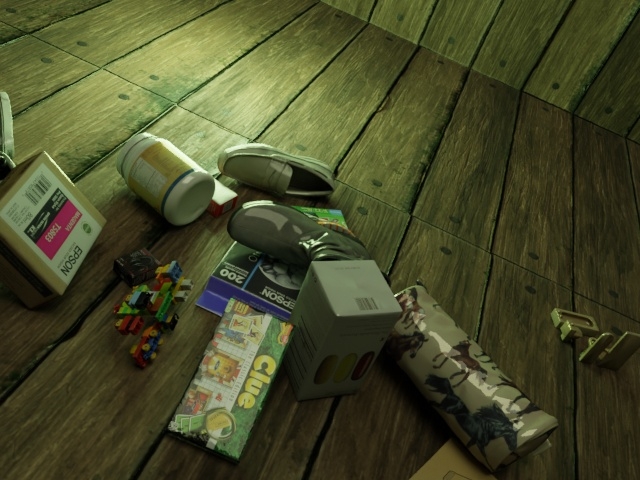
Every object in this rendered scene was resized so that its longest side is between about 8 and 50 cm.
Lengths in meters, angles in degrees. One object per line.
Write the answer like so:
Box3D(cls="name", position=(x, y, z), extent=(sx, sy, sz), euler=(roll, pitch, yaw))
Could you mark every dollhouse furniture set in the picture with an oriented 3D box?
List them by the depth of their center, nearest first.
Box3D(cls="dollhouse furniture set", position=(0.683, 0.211, 1.571), extent=(0.144, 0.123, 0.151), euler=(14, 38, -11))

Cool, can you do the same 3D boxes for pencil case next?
Box3D(cls="pencil case", position=(0.276, 0.269, 1.266), extent=(0.183, 0.160, 0.410), euler=(2, 39, -53))

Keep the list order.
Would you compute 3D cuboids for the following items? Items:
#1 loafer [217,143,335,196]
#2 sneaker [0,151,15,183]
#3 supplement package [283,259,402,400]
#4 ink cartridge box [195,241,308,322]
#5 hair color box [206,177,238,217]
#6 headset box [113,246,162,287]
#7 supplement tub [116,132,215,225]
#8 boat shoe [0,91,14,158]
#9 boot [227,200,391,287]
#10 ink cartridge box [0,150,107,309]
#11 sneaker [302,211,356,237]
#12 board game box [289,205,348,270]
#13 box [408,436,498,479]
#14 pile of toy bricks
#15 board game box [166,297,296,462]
Box3D(cls="loafer", position=(-0.107, -0.177, 1.651), extent=(0.319, 0.112, 0.111), euler=(4, 33, -23))
Box3D(cls="sneaker", position=(-0.703, -0.153, 1.320), extent=(0.292, 0.118, 0.110), euler=(32, 40, 14))
Box3D(cls="supplement package", position=(0.029, 0.170, 1.192), extent=(0.138, 0.244, 0.134), euler=(-1, 42, -26))
Box3D(cls="ink cartridge box", position=(-0.131, 0.103, 1.358), extent=(0.206, 0.045, 0.208), euler=(25, 39, 2))
Box3D(cls="hair color box", position=(-0.280, -0.121, 1.552), extent=(0.141, 0.043, 0.072), euler=(36, 39, 15))
Box3D(cls="headset box", position=(-0.373, 0.053, 1.305), extent=(0.062, 0.032, 0.083), euler=(40, 42, 21))
Box3D(cls="supplement tub", position=(-0.356, -0.144, 1.458), extent=(0.199, 0.144, 0.144), euler=(38, 40, 19))
Box3D(cls="boat shoe", position=(-0.755, -0.273, 1.469), extent=(0.070, 0.078, 0.219), euler=(-2, 45, -30))
Box3D(cls="boot", position=(-0.024, 0.016, 1.325), extent=(0.337, 0.118, 0.223), euler=(13, 13, -13))
Box3D(cls="ink cartridge box", position=(-0.530, -0.024, 1.189), extent=(0.193, 0.088, 0.235), euler=(55, 25, -30))
Box3D(cls="sneaker", position=(-0.012, -0.023, 1.480), extent=(0.214, 0.084, 0.083), euler=(20, 16, -14))
Box3D(cls="board game box", position=(0.000, 0.000, 1.551), extent=(0.160, 0.039, 0.212), euler=(4, 42, -22))
Box3D(cls="box", position=(0.267, 0.470, 1.135), extent=(0.201, 0.021, 0.164), euler=(42, 42, 23))
Box3D(cls="pile of toy bricks", position=(-0.337, 0.125, 1.196), extent=(0.105, 0.118, 0.212), euler=(-2, 42, 21))
Box3D(cls="board game box", position=(-0.151, 0.239, 1.117), extent=(0.136, 0.030, 0.260), euler=(23, 61, -1))
